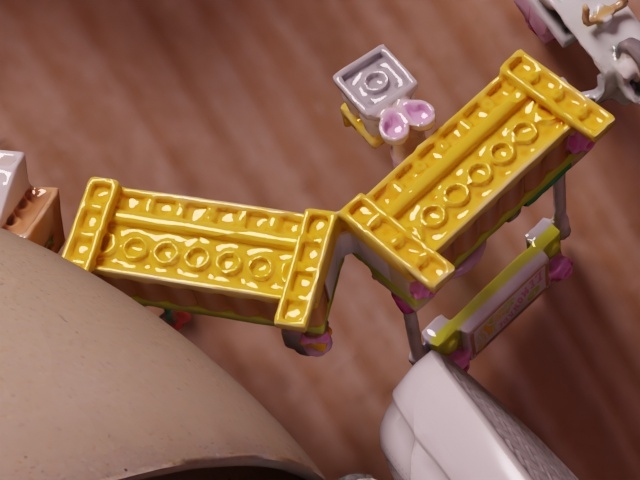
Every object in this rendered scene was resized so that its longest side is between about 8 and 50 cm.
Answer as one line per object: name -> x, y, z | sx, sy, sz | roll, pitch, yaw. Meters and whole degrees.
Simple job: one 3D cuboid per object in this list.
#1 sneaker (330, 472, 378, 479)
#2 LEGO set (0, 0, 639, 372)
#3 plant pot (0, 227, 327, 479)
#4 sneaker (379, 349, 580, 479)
sneaker -> -0.029, 0.204, 0.573 | 0.110, 0.283, 0.122 | -15, 55, -37
LEGO set -> 0.000, 0.000, 0.689 | 0.287, 0.107, 0.132 | -22, 59, -5
plant pot -> -0.161, 0.091, 0.580 | 0.284, 0.284, 0.191 | -34, 63, -8
sneaker -> 0.064, 0.187, 0.603 | 0.169, 0.108, 0.292 | -42, 58, 12
